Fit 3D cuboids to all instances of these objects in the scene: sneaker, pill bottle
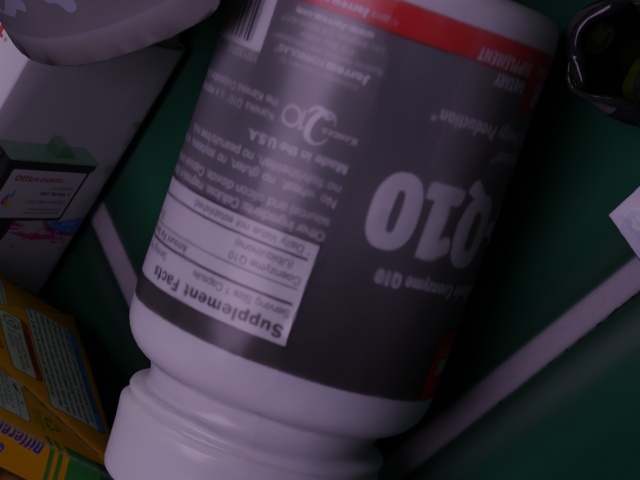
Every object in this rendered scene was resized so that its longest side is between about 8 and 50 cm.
[{"bbox_3d":[0.146,-0.086,0.807,0.067,0.078,0.188,-55,15,10],"label":"sneaker"},{"bbox_3d":[0.000,0.000,0.897,0.161,0.161,0.283,25,100,39],"label":"pill bottle"}]

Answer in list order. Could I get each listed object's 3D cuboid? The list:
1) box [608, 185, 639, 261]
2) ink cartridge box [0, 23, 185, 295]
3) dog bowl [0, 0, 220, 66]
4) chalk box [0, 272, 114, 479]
[{"bbox_3d":[0.247,0.028,0.763,0.159,0.044,0.233,-46,58,25],"label":"box"},{"bbox_3d":[-0.239,-0.073,1.134,0.201,0.117,0.278,46,112,34],"label":"ink cartridge box"},{"bbox_3d":[-0.063,-0.252,0.917,0.348,0.102,0.349,-29,35,23],"label":"dog bowl"},{"bbox_3d":[-0.278,0.150,1.013,0.289,0.179,0.180,-48,33,13],"label":"chalk box"}]
